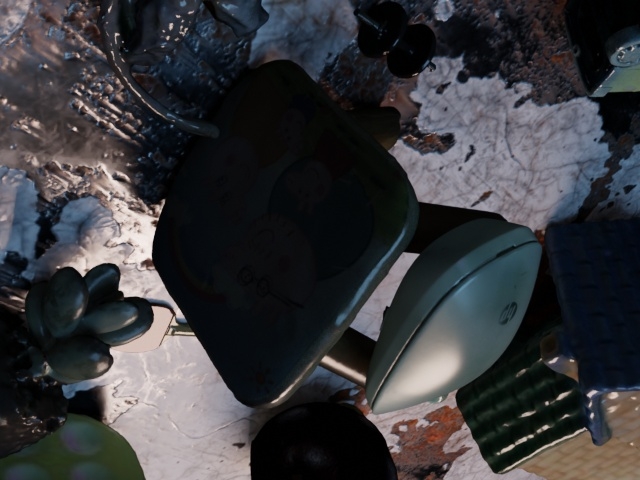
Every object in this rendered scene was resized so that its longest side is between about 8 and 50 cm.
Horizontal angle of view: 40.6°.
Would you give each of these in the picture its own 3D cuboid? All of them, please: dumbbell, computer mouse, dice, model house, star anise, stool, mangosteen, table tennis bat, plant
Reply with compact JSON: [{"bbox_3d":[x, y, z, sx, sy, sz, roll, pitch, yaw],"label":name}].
[{"bbox_3d":[0.087,-0.228,0.991,0.147,0.069,0.069,22,116,-44],"label":"dumbbell"},{"bbox_3d":[0.141,0.096,0.891,0.159,0.097,0.288,-25,145,-32],"label":"computer mouse"},{"bbox_3d":[-0.388,0.401,1.165,0.254,0.252,0.249,8,124,-38],"label":"dice"},{"bbox_3d":[0.460,0.185,1.461,0.400,0.395,0.445,20,136,-26],"label":"model house"},{"bbox_3d":[-0.103,-0.263,0.784,0.316,0.139,0.359,-36,140,13],"label":"star anise"},{"bbox_3d":[0.000,0.000,0.986,0.226,0.310,0.310,13,121,-47],"label":"stool"},{"bbox_3d":[-0.001,0.397,1.429,0.233,0.287,0.287,-11,136,-10],"label":"mangosteen"},{"bbox_3d":[-0.221,0.120,1.181,0.156,0.013,0.087,7,123,-35],"label":"table tennis bat"},{"bbox_3d":[-0.327,0.137,1.032,0.274,0.149,0.146,-41,155,13],"label":"plant"}]

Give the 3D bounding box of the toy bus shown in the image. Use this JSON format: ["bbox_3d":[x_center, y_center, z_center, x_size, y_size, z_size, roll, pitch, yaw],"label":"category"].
[{"bbox_3d":[0.425,-0.300,0.980,0.190,0.152,0.312,-3,157,-14],"label":"toy bus"}]
